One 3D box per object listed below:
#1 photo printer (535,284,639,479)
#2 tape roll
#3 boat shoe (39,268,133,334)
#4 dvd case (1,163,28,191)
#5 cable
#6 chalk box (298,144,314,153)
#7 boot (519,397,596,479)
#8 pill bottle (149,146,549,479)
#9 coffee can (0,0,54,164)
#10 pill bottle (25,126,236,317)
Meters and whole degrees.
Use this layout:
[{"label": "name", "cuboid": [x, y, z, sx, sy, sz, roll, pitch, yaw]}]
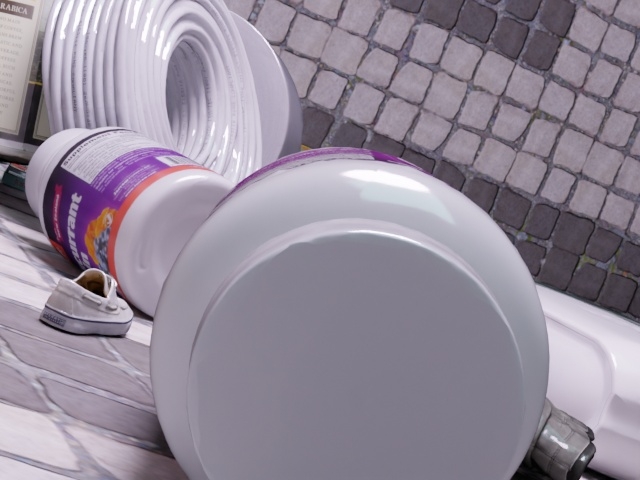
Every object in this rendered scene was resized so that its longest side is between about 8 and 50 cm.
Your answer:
[{"label": "photo printer", "cuboid": [0.244, 0.125, 1.439, 0.256, 0.107, 0.307, 20, 5, -28]}, {"label": "tape roll", "cuboid": [-0.129, -0.111, 1.648, 0.219, 0.219, 0.072, 24, -5, 14]}, {"label": "boat shoe", "cuboid": [-0.135, 0.035, 1.061, 0.035, 0.035, 0.100, 24, 5, 18]}, {"label": "dvd case", "cuboid": [-0.255, -0.049, 1.658, 0.087, 0.013, 0.119, 22, 3, -10]}, {"label": "cable", "cuboid": [-0.135, -0.109, 1.464, 0.089, 0.257, 0.257, -5, 0, 22]}, {"label": "chalk box", "cuboid": [-0.016, -0.021, 1.734, 0.132, 0.132, 0.213, 20, 4, -39]}, {"label": "boot", "cuboid": [0.106, 0.109, 1.141, 0.161, 0.083, 0.246, 29, 7, 11]}, {"label": "pill bottle", "cuboid": [0.012, 0.045, 0.788, 0.169, 0.169, 0.301, 22, 5, -3]}, {"label": "coffee can", "cuboid": [-0.282, -0.211, 1.512, 0.202, 0.275, 0.201, 11, -1, 0]}, {"label": "pill bottle", "cuboid": [-0.135, -0.020, 1.259, 0.108, 0.108, 0.193, 20, 5, -37]}]
